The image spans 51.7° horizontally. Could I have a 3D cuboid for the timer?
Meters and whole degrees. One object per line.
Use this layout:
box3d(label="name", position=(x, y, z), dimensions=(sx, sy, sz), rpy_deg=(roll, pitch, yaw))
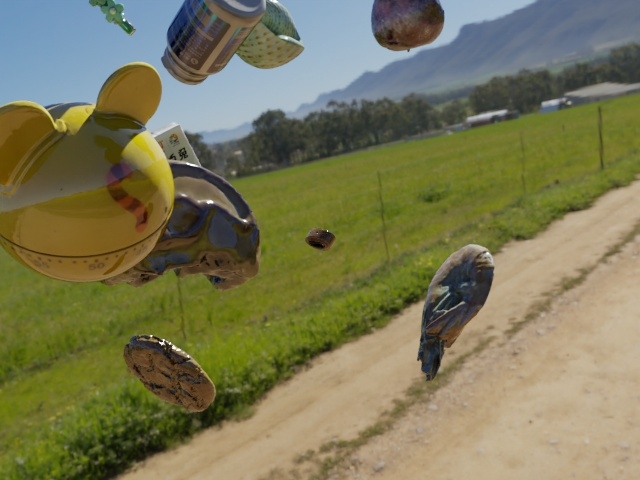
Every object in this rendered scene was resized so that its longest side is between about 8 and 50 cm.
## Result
box3d(label="timer", position=(-0.440, -0.123, 1.207), dimensions=(0.376, 0.387, 0.376), rpy_deg=(6, 42, -5))

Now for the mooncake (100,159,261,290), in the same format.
box3d(label="mooncake", position=(-0.354, 0.004, 1.605), dimensions=(0.246, 0.393, 0.394), rpy_deg=(-27, 17, 48))

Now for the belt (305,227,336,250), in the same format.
box3d(label="belt", position=(0.000, 0.000, 1.653), dimensions=(0.083, 0.059, 0.036), rpy_deg=(4, 52, 47))

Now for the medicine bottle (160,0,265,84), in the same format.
box3d(label="medicine bottle", position=(-0.173, -0.328, 1.029), dimensions=(0.107, 0.107, 0.191), rpy_deg=(-20, -10, -41))

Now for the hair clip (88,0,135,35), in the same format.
box3d(label="hair clip", position=(-0.420, -0.463, 1.259), dimensions=(0.049, 0.173, 0.049), rpy_deg=(-36, 29, 23))

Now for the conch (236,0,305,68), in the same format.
box3d(label="conch", position=(-0.131, -0.428, 1.370), dimensions=(0.131, 0.172, 0.200), rpy_deg=(-37, -25, 31))

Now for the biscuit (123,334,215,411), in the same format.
box3d(label="biscuit", position=(-0.319, 0.281, 1.379), dimensions=(0.226, 0.226, 0.042), rpy_deg=(-5, 35, 38))

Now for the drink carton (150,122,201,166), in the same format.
box3d(label="drink carton", position=(-0.388, -0.162, 1.849), dimensions=(0.130, 0.315, 0.106), rpy_deg=(-32, 24, -20))

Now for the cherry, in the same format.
box3d(label="cherry", position=(0.220, -0.585, 1.708), dimensions=(0.195, 0.195, 0.195), rpy_deg=(-12, 9, 2))

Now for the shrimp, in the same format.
box3d(label="shrimp", position=(0.271, 0.140, 1.338), dimensions=(0.168, 0.077, 0.317), rpy_deg=(-28, 35, 52))
